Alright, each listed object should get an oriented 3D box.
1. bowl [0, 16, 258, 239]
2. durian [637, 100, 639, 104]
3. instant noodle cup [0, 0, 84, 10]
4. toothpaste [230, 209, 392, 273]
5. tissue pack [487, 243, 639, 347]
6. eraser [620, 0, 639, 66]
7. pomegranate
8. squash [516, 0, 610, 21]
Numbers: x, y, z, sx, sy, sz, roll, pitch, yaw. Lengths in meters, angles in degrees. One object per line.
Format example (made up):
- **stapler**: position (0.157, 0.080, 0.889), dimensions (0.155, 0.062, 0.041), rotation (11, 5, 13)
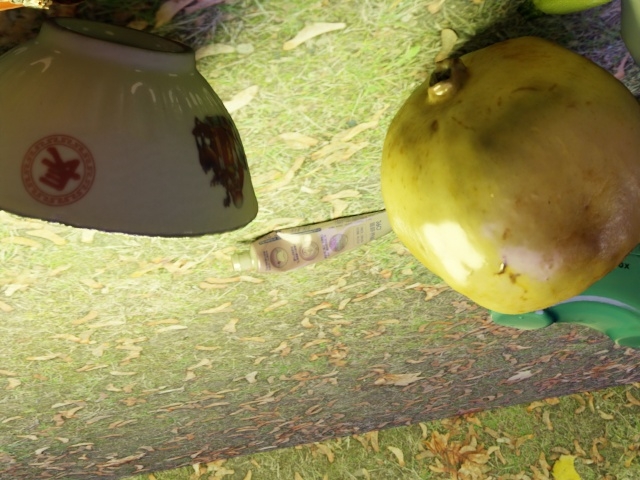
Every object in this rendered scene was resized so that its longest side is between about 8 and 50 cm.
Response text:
- **bowl**: position (-0.211, -0.131, 0.874), dimensions (0.337, 0.337, 0.157), rotation (3, 110, -30)
- **durian**: position (0.472, -0.113, 1.349), dimensions (0.186, 0.153, 0.260), rotation (-40, 160, 0)
- **instant noodle cup**: position (-0.285, -0.251, 0.629), dimensions (0.174, 0.213, 0.213), rotation (-12, 155, 17)
- **toothpaste**: position (0.000, 0.000, 1.427), dimensions (0.301, 0.048, 0.075), rotation (-14, 127, -11)
- **tissue pack**: position (0.390, 0.035, 1.246), dimensions (0.288, 0.206, 0.198), rotation (10, 167, 8)
- **eraser**: position (0.469, -0.290, 0.886), dimensions (0.290, 0.104, 0.189), rotation (-16, 147, 0)
- **pomegranate**: position (0.232, -0.085, 1.043), dimensions (0.333, 0.332, 0.332), rotation (-10, 154, -5)
- **squash**: position (0.283, -0.278, 0.901), dimensions (0.066, 0.066, 0.252), rotation (-7, -175, -12)
